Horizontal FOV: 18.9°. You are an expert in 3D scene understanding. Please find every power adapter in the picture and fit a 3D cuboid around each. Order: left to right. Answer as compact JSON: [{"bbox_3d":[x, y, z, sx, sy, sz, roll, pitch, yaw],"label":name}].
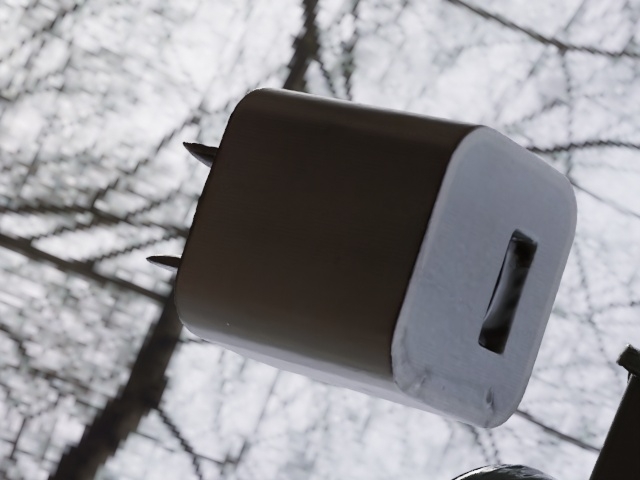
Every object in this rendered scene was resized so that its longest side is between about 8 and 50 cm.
[{"bbox_3d":[0.000,0.000,0.933,0.205,0.125,0.130,15,-97,38],"label":"power adapter"}]

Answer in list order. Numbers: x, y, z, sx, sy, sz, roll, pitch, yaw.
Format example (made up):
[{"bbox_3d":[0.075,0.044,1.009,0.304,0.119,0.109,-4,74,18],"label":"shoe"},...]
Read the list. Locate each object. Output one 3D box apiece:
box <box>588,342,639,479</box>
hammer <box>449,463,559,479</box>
[{"bbox_3d":[0.262,0.173,1.112,0.243,0.163,0.135,31,-83,46],"label":"box"},{"bbox_3d":[0.102,0.076,0.384,0.194,0.116,0.069,-30,-155,32],"label":"hammer"}]
